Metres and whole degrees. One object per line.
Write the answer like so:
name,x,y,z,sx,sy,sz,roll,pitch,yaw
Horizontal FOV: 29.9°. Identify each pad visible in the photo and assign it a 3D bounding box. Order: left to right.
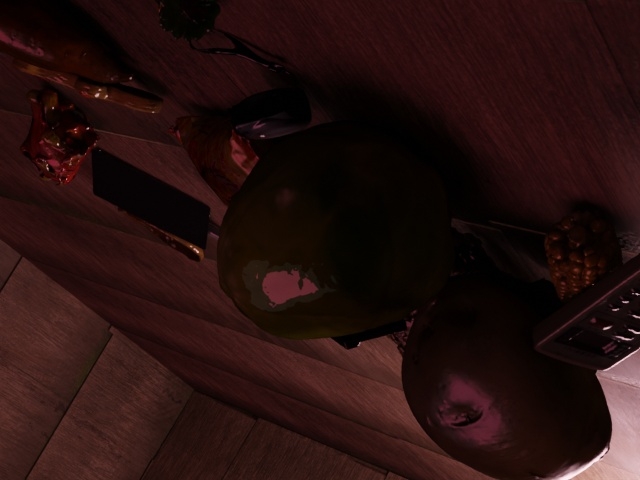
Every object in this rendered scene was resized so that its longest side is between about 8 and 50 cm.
pad,-0.336,-0.081,2.370,0.265,0.009,0.159,27,147,7

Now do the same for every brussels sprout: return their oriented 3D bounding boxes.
brussels sprout,0.024,-0.011,1.555,0.344,0.344,0.268,112,140,-73

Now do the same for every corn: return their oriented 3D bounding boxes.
corn,0.349,0.064,1.544,0.101,0.101,0.292,21,160,27

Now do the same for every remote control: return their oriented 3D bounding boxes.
remote control,0.379,0.076,1.427,0.123,0.038,0.285,17,145,-23

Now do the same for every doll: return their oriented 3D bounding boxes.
doll,-0.179,-0.278,1.481,0.078,0.077,0.113,45,159,-24

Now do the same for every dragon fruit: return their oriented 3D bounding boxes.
dragon fruit,-0.472,-0.190,2.163,0.150,0.133,0.208,-5,133,18

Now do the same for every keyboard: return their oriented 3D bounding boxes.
keyboard,0.042,0.119,1.776,0.310,0.101,0.018,-160,54,-78

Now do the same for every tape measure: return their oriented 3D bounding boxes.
tape measure,-0.086,-0.217,1.583,0.180,0.104,0.107,61,-168,8

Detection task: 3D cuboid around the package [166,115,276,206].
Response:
package,-0.102,-0.104,1.782,0.223,0.108,0.288,47,166,-29

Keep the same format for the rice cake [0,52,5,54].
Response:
rice cake,-0.576,-0.347,1.971,0.399,0.064,0.070,10,145,48

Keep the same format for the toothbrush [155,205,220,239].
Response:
toothbrush,-0.182,0.000,2.386,0.342,0.025,0.030,29,158,2

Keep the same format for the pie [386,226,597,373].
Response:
pie,0.236,0.118,1.780,0.371,0.078,0.296,24,135,7

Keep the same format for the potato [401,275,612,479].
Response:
potato,0.245,0.202,1.641,0.243,0.221,0.326,-17,126,34

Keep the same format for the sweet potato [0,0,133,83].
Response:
sweet potato,-0.431,-0.317,1.739,0.359,0.112,0.112,25,166,-20

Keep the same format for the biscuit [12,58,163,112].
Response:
biscuit,-0.357,-0.242,1.852,0.234,0.030,0.153,19,-166,-2

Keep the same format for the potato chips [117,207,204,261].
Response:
potato chips,-0.329,-0.027,2.511,0.201,0.049,0.150,26,166,10
